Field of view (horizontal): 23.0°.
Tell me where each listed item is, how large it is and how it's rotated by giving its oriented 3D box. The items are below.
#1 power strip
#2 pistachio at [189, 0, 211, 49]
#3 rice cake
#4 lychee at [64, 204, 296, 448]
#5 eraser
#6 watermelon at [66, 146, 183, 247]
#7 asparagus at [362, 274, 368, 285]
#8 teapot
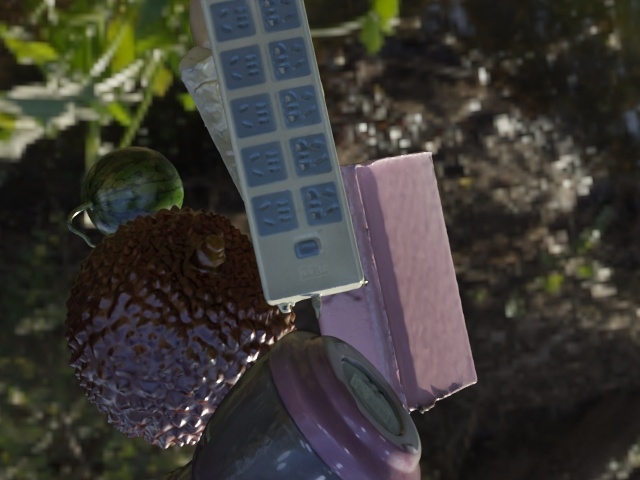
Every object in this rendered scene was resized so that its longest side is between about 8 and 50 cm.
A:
[{"bbox_3d":[-0.038,-0.098,1.625,0.106,0.367,0.043,-12,172,-2],"label":"power strip"},{"bbox_3d":[-0.095,-0.314,2.000,0.137,0.238,0.153,9,176,-16],"label":"pistachio"},{"bbox_3d":[-0.094,-0.111,1.860,0.057,0.052,0.256,5,129,46],"label":"rice cake"},{"bbox_3d":[-0.161,0.099,1.804,0.275,0.276,0.304,8,135,-23],"label":"lychee"},{"bbox_3d":[0.093,0.061,2.260,0.122,0.359,0.272,-10,-177,29],"label":"eraser"},{"bbox_3d":[-0.292,-0.063,2.315,0.187,0.141,0.141,-20,169,-37],"label":"watermelon"},{"bbox_3d":[0.000,0.000,1.862,0.166,0.016,0.013,43,137,-20],"label":"asparagus"},{"bbox_3d":[-0.022,0.127,0.918,0.146,0.148,0.116,-40,100,15],"label":"teapot"}]
